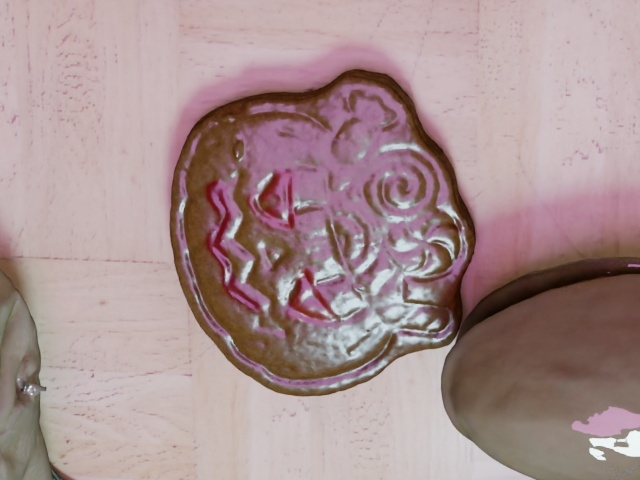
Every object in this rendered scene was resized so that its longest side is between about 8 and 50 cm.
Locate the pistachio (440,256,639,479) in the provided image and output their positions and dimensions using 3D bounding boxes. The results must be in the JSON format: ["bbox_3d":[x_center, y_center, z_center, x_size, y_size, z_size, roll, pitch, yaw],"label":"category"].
[{"bbox_3d":[0.245,0.112,1.641,0.288,0.166,0.197,6,106,7],"label":"pistachio"}]

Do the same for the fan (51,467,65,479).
[{"bbox_3d":[-0.247,0.282,1.858,0.220,0.009,0.132,39,114,-7],"label":"fan"}]

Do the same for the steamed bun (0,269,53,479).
[{"bbox_3d":[-0.415,0.157,1.701,0.343,0.255,0.367,3,110,11],"label":"steamed bun"}]

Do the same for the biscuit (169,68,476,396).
[{"bbox_3d":[0.000,0.001,1.697,0.257,0.049,0.273,-15,110,13],"label":"biscuit"}]
